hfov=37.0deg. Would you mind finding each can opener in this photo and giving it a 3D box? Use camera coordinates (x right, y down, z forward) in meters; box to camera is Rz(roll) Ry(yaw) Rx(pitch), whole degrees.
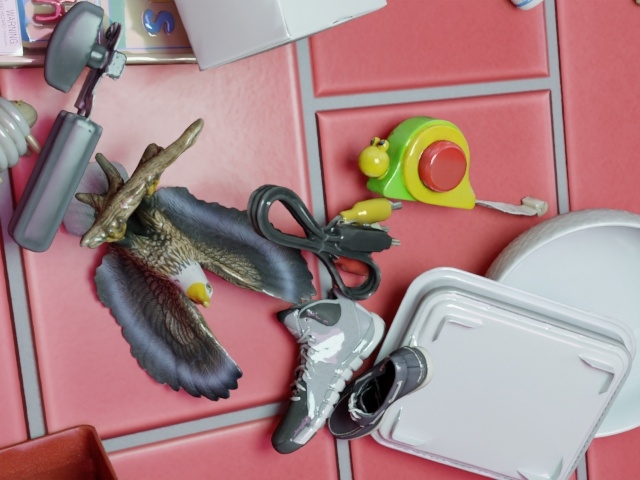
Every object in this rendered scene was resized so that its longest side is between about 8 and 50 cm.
[{"bbox_3d":[-0.291,-0.126,1.075,0.093,0.074,0.280,20,92,-25],"label":"can opener"}]

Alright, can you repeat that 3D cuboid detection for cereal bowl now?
[{"bbox_3d":[0.374,0.103,1.358,0.339,0.141,0.339,-1,113,-2],"label":"cereal bowl"}]

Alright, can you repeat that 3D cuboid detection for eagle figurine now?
[{"bbox_3d":[-0.167,0.032,1.154,0.226,0.225,0.298,-17,141,18],"label":"eagle figurine"}]

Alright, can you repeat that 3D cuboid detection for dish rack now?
[{"bbox_3d":[0.239,0.205,1.288,0.333,0.072,0.285,18,113,-8],"label":"dish rack"}]

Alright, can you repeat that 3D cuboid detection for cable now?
[{"bbox_3d":[0.000,0.000,1.219,0.287,0.072,0.139,9,103,-44],"label":"cable"}]

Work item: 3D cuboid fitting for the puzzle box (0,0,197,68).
[{"bbox_3d":[-0.272,-0.408,1.121,0.272,0.052,0.409,-6,97,-23],"label":"puzzle box"}]

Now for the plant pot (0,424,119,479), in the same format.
[{"bbox_3d":[-0.337,0.399,1.059,0.267,0.267,0.235,-13,112,-22],"label":"plant pot"}]

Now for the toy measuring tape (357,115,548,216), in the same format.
[{"bbox_3d":[0.194,-0.104,1.316,0.330,0.121,0.121,6,92,-31],"label":"toy measuring tape"}]

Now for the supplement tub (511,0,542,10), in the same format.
[{"bbox_3d":[0.274,-0.383,1.344,0.107,0.071,0.071,39,79,-21],"label":"supplement tub"}]

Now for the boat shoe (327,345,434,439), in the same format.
[{"bbox_3d":[0.061,0.201,1.244,0.065,0.206,0.075,-1,57,-42],"label":"boat shoe"}]

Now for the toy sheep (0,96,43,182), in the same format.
[{"bbox_3d":[-0.375,-0.114,1.083,0.132,0.091,0.091,-47,111,-32],"label":"toy sheep"}]

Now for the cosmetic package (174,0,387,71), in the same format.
[{"bbox_3d":[-0.086,-0.395,1.054,0.197,0.155,0.365,-30,106,-48],"label":"cosmetic package"}]

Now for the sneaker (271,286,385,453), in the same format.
[{"bbox_3d":[-0.025,0.158,1.262,0.132,0.086,0.228,43,68,-15],"label":"sneaker"}]

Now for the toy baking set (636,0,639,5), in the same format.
[{"bbox_3d":[0.532,-0.467,1.473,0.256,0.030,0.197,-41,111,-15],"label":"toy baking set"}]
